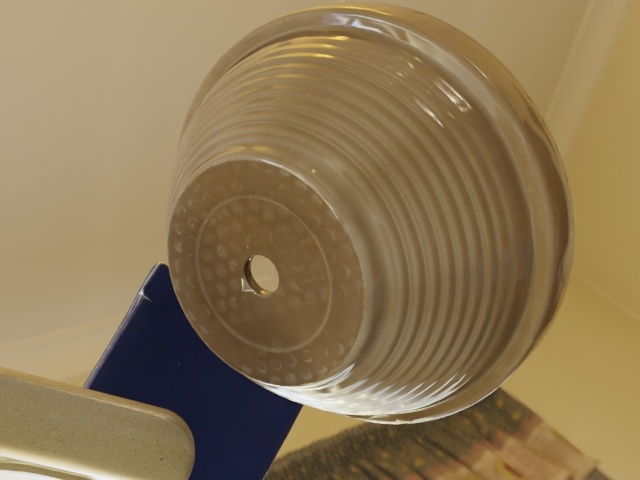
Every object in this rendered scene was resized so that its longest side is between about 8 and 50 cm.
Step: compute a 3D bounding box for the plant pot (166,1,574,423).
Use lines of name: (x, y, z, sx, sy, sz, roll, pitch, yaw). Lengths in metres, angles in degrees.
plant pot: (0.000, 0.000, 0.485, 0.110, 0.237, 0.237, -29, -37, -54)

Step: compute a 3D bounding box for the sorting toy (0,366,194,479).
sorting toy: (-0.151, 0.129, 0.458, 0.307, 0.041, 0.229, 19, -44, -20)

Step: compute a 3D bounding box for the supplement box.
supplement box: (-0.153, 0.175, 1.034, 0.194, 0.195, 0.356, -61, 5, -15)
